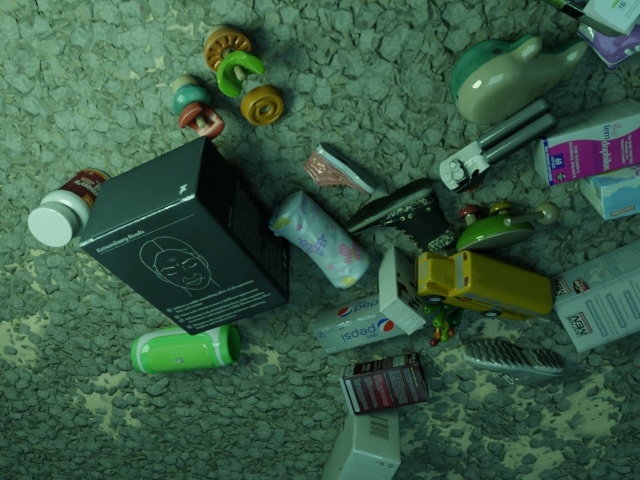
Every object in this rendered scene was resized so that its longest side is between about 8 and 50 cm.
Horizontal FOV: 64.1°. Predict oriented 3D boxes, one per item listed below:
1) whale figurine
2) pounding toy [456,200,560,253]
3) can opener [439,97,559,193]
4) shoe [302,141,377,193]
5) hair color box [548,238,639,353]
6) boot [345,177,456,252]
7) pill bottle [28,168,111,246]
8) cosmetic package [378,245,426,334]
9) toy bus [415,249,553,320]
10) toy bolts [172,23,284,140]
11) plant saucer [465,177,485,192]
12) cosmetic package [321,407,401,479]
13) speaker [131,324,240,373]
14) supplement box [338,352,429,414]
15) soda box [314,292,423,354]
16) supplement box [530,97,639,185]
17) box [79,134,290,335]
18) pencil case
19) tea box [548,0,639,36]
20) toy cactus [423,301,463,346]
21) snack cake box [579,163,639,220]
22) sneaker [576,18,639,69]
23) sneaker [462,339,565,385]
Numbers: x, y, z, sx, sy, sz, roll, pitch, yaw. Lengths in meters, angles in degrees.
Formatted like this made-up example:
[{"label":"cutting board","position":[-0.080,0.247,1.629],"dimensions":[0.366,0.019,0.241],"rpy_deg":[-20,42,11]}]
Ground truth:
[{"label":"whale figurine","position":[0.394,-0.349,1.044],"dimensions":[0.272,0.141,0.216],"rpy_deg":[-21,156,-3]},{"label":"pounding toy","position":[0.416,-0.051,1.205],"dimensions":[0.183,0.110,0.237],"rpy_deg":[-5,162,-24]},{"label":"can opener","position":[0.382,-0.202,1.117],"dimensions":[0.093,0.074,0.280],"rpy_deg":[3,151,-43]},{"label":"shoe","position":[0.045,-0.152,1.224],"dimensions":[0.178,0.063,0.081],"rpy_deg":[36,118,-8]},{"label":"hair color box","position":[0.775,0.118,1.268],"dimensions":[0.375,0.113,0.185],"rpy_deg":[-29,112,19]},{"label":"boot","position":[0.201,-0.029,1.262],"dimensions":[0.236,0.085,0.178],"rpy_deg":[-28,115,19]},{"label":"pill bottle","position":[-0.594,-0.081,1.235],"dimensions":[0.121,0.221,0.121],"rpy_deg":[2,120,4]},{"label":"cosmetic package","position":[0.198,0.115,1.253],"dimensions":[0.099,0.239,0.060],"rpy_deg":[41,115,-17]},{"label":"toy bus","position":[0.395,0.109,1.245],"dimensions":[0.333,0.108,0.130],"rpy_deg":[17,154,-23]},{"label":"toy bolts","position":[-0.217,-0.339,1.133],"dimensions":[0.229,0.158,0.218],"rpy_deg":[-35,151,12]},{"label":"plant saucer","position":[0.350,-0.154,1.216],"dimensions":[0.084,0.013,0.083],"rpy_deg":[2,119,4]},{"label":"cosmetic package","position":[0.118,0.713,1.615],"dimensions":[0.156,0.217,0.384],"rpy_deg":[18,117,-3]},{"label":"speaker","position":[-0.391,0.317,1.494],"dimensions":[0.297,0.131,0.131],"rpy_deg":[-9,118,11]},{"label":"supplement box","position":[0.188,0.423,1.509],"dimensions":[0.240,0.073,0.130],"rpy_deg":[-14,102,14]},{"label":"soda box","position":[0.131,0.216,1.398],"dimensions":[0.286,0.098,0.091],"rpy_deg":[-19,114,15]},{"label":"supplement box","position":[0.583,-0.213,1.103],"dimensions":[0.220,0.114,0.111],"rpy_deg":[-15,116,12]},{"label":"box","position":[-0.289,0.008,1.199],"dimensions":[0.294,0.212,0.395],"rpy_deg":[-20,134,16]},{"label":"pencil case","position":[0.000,0.000,1.275],"dimensions":[0.273,0.124,0.113],"rpy_deg":[41,158,-18]},{"label":"tea box","position":[0.450,-0.558,0.820],"dimensions":[0.324,0.220,0.329],"rpy_deg":[33,119,8]},{"label":"toy cactus","position":[0.349,0.167,1.356],"dimensions":[0.181,0.112,0.218],"rpy_deg":[-12,102,-13]},{"label":"snack cake box","position":[0.721,-0.145,1.103],"dimensions":[0.265,0.152,0.089],"rpy_deg":[-15,116,13]},{"label":"sneaker","position":[0.651,-0.403,1.004],"dimensions":[0.282,0.102,0.161],"rpy_deg":[22,123,6]},{"label":"sneaker","position":[0.533,0.362,1.434],"dimensions":[0.282,0.105,0.115],"rpy_deg":[12,120,-1]}]
